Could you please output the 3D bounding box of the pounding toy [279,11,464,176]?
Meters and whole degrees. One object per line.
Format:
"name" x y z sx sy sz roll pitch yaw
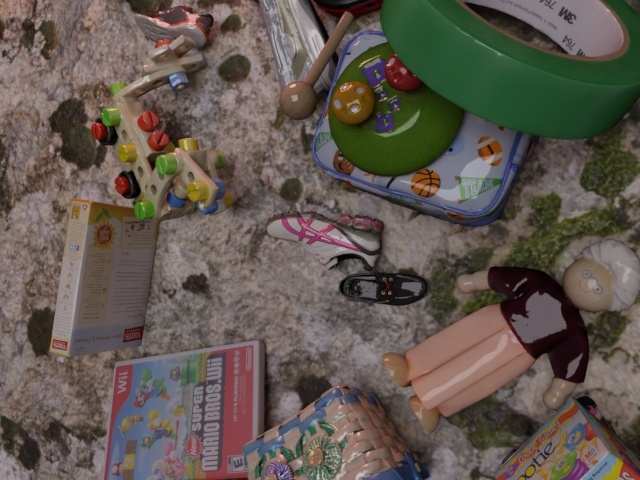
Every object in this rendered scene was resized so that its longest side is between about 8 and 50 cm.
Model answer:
"pounding toy" 0.060 -0.195 0.757 0.237 0.110 0.183 35 95 22

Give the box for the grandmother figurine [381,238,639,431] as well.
"grandmother figurine" 0.259 0.121 0.780 0.342 0.104 0.208 -38 83 18

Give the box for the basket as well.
"basket" 0.031 0.364 0.795 0.255 0.201 0.289 -37 65 14

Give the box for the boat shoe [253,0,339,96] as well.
"boat shoe" -0.069 -0.364 0.934 0.103 0.118 0.320 -27 84 13

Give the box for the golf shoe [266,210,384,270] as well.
"golf shoe" 0.000 0.000 0.903 0.186 0.067 0.086 6 85 22

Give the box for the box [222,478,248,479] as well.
"box" -0.254 0.459 0.932 0.300 0.142 0.154 -14 81 20

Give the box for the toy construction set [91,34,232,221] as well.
"toy construction set" -0.258 -0.170 0.974 0.215 0.151 0.327 -31 66 42

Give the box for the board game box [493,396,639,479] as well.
"board game box" 0.353 0.337 0.664 0.275 0.142 0.144 40 101 2

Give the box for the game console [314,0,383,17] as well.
"game console" 0.147 -0.534 0.890 0.387 0.060 0.342 -11 83 20

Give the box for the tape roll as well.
"tape roll" 0.233 -0.254 0.710 0.321 0.321 0.077 44 141 18

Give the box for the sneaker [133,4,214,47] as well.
"sneaker" -0.251 -0.379 1.047 0.158 0.061 0.065 18 66 21

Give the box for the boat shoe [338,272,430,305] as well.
"boat shoe" 0.092 0.071 0.879 0.133 0.042 0.049 -1 83 20

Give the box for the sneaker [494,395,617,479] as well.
"sneaker" 0.304 0.287 0.767 0.077 0.072 0.178 46 108 8

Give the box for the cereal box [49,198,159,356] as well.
"cereal box" -0.347 0.061 0.981 0.047 0.173 0.240 9 89 22

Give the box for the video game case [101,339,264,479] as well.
"video game case" -0.220 0.279 0.961 0.285 0.025 0.204 -12 63 20

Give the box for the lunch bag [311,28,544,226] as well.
"lunch bag" 0.153 -0.164 0.834 0.303 0.115 0.243 20 91 22
